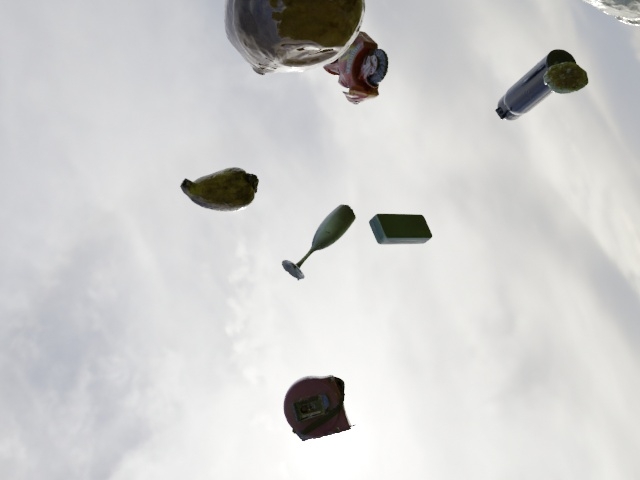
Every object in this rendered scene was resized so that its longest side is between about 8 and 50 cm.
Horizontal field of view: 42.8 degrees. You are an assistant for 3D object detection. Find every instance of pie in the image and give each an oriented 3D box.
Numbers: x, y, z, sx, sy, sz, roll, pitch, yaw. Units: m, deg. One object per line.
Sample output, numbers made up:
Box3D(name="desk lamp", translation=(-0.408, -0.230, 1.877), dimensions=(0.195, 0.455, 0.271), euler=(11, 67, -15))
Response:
Box3D(name="pie", translation=(0.458, -0.303, 1.522), dimensions=(0.020, 0.084, 0.084), euler=(70, -160, -46))

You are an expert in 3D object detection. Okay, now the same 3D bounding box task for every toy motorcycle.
Box3D(name="toy motorcycle", translation=(0.086, -0.442, 2.045), dimensions=(0.089, 0.171, 0.298), euler=(-1, -147, -23))

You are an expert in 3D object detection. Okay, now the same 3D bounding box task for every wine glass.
Box3D(name="wine glass", translation=(0.000, 0.000, 1.789), dimensions=(0.198, 0.066, 0.066), euler=(-48, -65, -28))

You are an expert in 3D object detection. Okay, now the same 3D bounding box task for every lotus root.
Box3D(name="lotus root", translation=(-0.239, -0.116, 1.886), dimensions=(0.190, 0.094, 0.108), euler=(-8, -135, -29))

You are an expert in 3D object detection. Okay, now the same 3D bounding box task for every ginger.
Box3D(name="ginger", translation=(-0.060, -0.368, 1.294), dimensions=(0.223, 0.269, 0.200), euler=(1, -93, -64))

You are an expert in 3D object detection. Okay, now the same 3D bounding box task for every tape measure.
Box3D(name="tape measure", translation=(-0.006, 0.306, 1.507), dimensions=(0.074, 0.125, 0.118), euler=(63, -172, -86))

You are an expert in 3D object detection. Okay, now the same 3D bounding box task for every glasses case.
Box3D(name="glasses case", translation=(0.214, -0.031, 2.172), dimensions=(0.184, 0.039, 0.078), euler=(-1, -121, -41))

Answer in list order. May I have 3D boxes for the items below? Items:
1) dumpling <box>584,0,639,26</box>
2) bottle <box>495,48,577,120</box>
Box3D(name="dumpling", translation=(0.355, -0.349, 1.031), dimensions=(0.216, 0.126, 0.166), euler=(30, 176, 0))
Box3D(name="bottle", translation=(0.473, -0.339, 1.810), dimensions=(0.082, 0.244, 0.072), euler=(-34, -93, -23))
